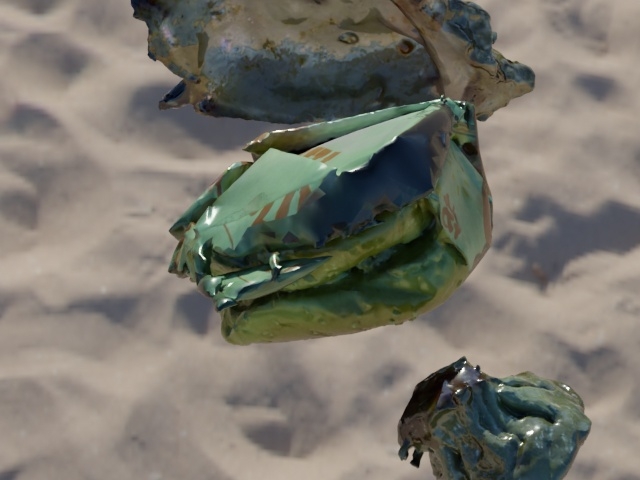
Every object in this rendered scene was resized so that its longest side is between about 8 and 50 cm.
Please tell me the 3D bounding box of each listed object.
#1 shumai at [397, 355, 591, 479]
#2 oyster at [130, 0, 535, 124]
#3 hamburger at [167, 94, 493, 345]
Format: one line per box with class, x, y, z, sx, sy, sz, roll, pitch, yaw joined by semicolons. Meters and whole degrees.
shumai;0.091;0.108;0.988;0.087;0.099;0.124;40;11;-9
oyster;0.015;-0.202;1.488;0.361;0.221;0.096;5;49;-1
hamburger;-0.001;0.000;1.096;0.214;0.125;0.235;-22;22;22
